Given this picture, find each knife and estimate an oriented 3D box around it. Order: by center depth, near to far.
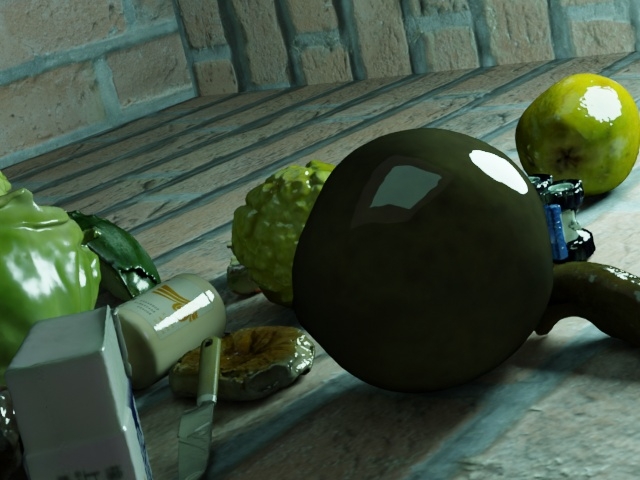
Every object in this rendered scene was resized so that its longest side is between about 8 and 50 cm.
[{"bbox_3d":[-0.142,0.200,1.435,0.047,0.017,0.298,-13,29,4],"label":"knife"}]

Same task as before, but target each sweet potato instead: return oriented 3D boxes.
[{"bbox_3d":[0.343,0.089,1.433,0.112,0.085,0.285,-52,39,-11],"label":"sweet potato"}]

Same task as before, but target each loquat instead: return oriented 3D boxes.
[{"bbox_3d":[0.436,-0.177,2.059,0.213,0.214,0.246,-5,18,28],"label":"loquat"}]

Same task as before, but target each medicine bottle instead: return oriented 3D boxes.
[{"bbox_3d":[-0.240,0.137,1.650,0.114,0.114,0.252,-1,20,37],"label":"medicine bottle"}]

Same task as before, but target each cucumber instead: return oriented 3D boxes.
[{"bbox_3d":[-0.358,0.022,2.115,0.105,0.145,0.325,-33,28,-19],"label":"cucumber"}]

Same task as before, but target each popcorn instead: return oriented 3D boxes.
[{"bbox_3d":[0.000,0.000,1.819,0.236,0.206,0.251,-24,-19,13],"label":"popcorn"}]

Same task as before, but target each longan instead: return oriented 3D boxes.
[{"bbox_3d":[0.117,0.024,1.417,0.318,0.319,0.319,-12,15,3],"label":"longan"}]

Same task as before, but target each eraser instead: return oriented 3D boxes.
[{"bbox_3d":[-0.178,0.208,1.003,0.086,0.287,0.130,-11,15,-2],"label":"eraser"}]

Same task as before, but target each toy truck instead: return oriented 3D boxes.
[{"bbox_3d":[0.298,-0.029,1.811,0.126,0.113,0.208,-20,15,-19],"label":"toy truck"}]

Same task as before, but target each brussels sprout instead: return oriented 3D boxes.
[{"bbox_3d":[-0.520,0.082,1.587,0.425,0.343,0.361,-21,-1,31],"label":"brussels sprout"}]

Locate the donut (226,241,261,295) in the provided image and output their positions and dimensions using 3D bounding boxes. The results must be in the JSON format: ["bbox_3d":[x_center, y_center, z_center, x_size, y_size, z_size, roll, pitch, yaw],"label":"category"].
[{"bbox_3d":[-0.096,0.036,1.989,0.108,0.065,0.166,-13,14,0],"label":"donut"}]

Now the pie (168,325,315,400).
[{"bbox_3d":[-0.098,0.157,1.587,0.195,0.046,0.195,-12,14,3],"label":"pie"}]

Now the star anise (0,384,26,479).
[{"bbox_3d":[-0.380,0.206,1.343,0.331,0.118,0.332,1,-8,0],"label":"star anise"}]
